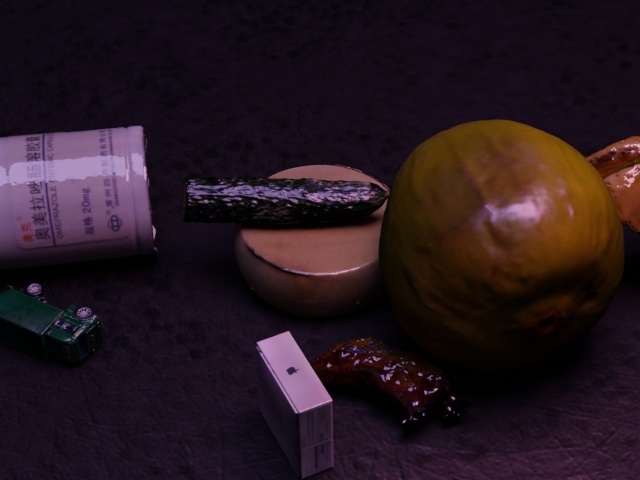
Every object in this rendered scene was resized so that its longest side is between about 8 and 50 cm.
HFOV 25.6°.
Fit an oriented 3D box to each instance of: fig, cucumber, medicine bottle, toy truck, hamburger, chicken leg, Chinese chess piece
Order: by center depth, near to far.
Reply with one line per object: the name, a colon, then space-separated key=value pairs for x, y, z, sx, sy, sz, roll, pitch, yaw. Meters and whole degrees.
chicken leg: x=0.087 y=0.182 z=1.846 sx=0.233 sy=0.063 sz=0.105 roll=24 pitch=43 yaw=28
fig: x=0.230 y=-0.010 z=1.857 sx=0.343 sy=0.343 sz=0.343 roll=0 pitch=43 yaw=0
toy truck: x=-0.373 y=0.114 z=1.924 sx=0.147 sy=0.065 sz=0.079 roll=20 pitch=49 yaw=21
hamburger: x=0.491 y=-0.042 z=1.953 sx=0.131 sy=0.262 sz=0.124 roll=-40 pitch=33 yaw=22
cucumber: x=-0.047 y=-0.055 z=1.961 sx=0.293 sy=0.068 sz=0.068 roll=1 pitch=42 yaw=-1
medicine bottle: x=-0.408 y=-0.057 z=2.019 sx=0.332 sy=0.190 sz=0.190 roll=-6 pitch=43 yaw=-6
Chinese chess piece: x=0.000 y=0.000 z=2.019 sx=0.250 sy=0.097 sz=0.251 roll=0 pitch=43 yaw=0

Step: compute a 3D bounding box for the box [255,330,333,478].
box: x=-0.033 y=0.207 z=1.768 sx=0.051 sy=0.130 sz=0.129 roll=-17 pitch=45 yaw=-18
